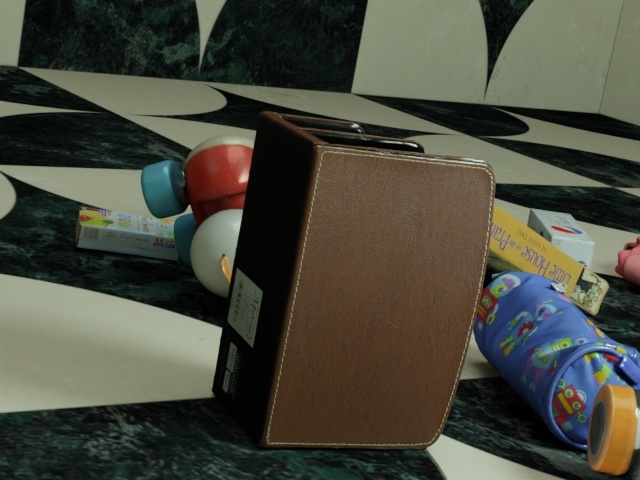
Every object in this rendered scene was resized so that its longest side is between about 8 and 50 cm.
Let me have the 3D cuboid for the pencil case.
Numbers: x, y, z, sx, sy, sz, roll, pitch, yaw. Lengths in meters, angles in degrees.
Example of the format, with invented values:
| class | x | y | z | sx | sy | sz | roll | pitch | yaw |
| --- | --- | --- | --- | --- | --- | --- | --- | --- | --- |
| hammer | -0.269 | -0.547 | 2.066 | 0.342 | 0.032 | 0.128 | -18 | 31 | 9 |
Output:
| class | x | y | z | sx | sy | sz | roll | pitch | yaw |
| --- | --- | --- | --- | --- | --- | --- | --- | --- | --- |
| pencil case | 0.270 | 0.128 | 1.677 | 0.119 | 0.133 | 0.306 | 41 | 5 | -19 |

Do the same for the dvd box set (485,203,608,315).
| class | x | y | z | sx | sy | sz | roll | pitch | yaw |
| --- | --- | --- | --- | --- | --- | --- | --- | --- | --- |
| dvd box set | 0.186 | -0.025 | 2.064 | 0.307 | 0.062 | 0.420 | 24 | -3 | 42 |

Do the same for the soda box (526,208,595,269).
| class | x | y | z | sx | sy | sz | roll | pitch | yaw |
| --- | --- | --- | --- | --- | --- | --- | --- | --- | --- |
| soda box | 0.390 | 0.006 | 2.412 | 0.073 | 0.069 | 0.216 | 9 | 12 | -4 |

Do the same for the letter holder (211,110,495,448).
| class | x | y | z | sx | sy | sz | roll | pitch | yaw |
| --- | --- | --- | --- | --- | --- | --- | --- | --- | --- |
| letter holder | 0.036 | 0.042 | 1.476 | 0.214 | 0.302 | 0.152 | 4 | 14 | -25 |

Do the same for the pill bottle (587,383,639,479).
| class | x | y | z | sx | sy | sz | roll | pitch | yaw |
| --- | --- | --- | --- | --- | --- | --- | --- | --- | --- |
| pill bottle | 0.392 | 0.204 | 1.450 | 0.245 | 0.130 | 0.130 | 9 | 13 | -3 |

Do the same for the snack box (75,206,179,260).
| class | x | y | z | sx | sy | sz | roll | pitch | yaw |
| --- | --- | --- | --- | --- | --- | --- | --- | --- | --- |
| snack box | -0.267 | -0.010 | 2.039 | 0.141 | 0.037 | 0.100 | 9 | 15 | -11 |

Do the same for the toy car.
| class | x | y | z | sx | sy | sz | roll | pitch | yaw |
| --- | --- | --- | --- | --- | --- | --- | --- | --- | --- |
| toy car | -0.100 | 0.008 | 1.873 | 0.219 | 0.210 | 0.238 | -13 | 48 | 13 |

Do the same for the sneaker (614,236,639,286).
| class | x | y | z | sx | sy | sz | roll | pitch | yaw |
| --- | --- | --- | --- | --- | --- | --- | --- | --- | --- |
| sneaker | 0.571 | 0.017 | 2.404 | 0.136 | 0.116 | 0.314 | 15 | 14 | 24 |
